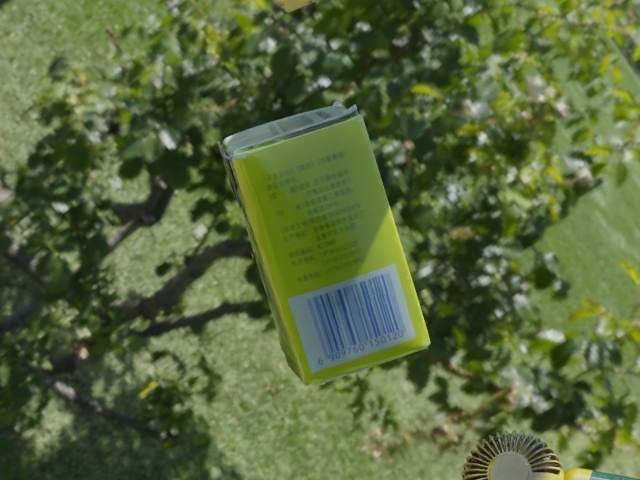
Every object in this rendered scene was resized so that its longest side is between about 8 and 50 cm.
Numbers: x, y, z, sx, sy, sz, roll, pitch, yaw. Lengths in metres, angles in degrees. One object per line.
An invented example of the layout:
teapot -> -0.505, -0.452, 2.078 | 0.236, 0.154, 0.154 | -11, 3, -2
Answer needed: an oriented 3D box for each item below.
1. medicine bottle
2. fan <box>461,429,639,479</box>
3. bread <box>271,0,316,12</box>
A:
medicine bottle -> 0.000, 0.000, 1.007 | 0.137, 0.141, 0.250 | -118, -169, -76
fan -> 0.186, 0.192, 0.797 | 0.039, 0.155, 0.082 | 63, 38, -52
bread -> -0.049, -0.495, 1.599 | 0.236, 0.263, 0.198 | 15, 72, -41
